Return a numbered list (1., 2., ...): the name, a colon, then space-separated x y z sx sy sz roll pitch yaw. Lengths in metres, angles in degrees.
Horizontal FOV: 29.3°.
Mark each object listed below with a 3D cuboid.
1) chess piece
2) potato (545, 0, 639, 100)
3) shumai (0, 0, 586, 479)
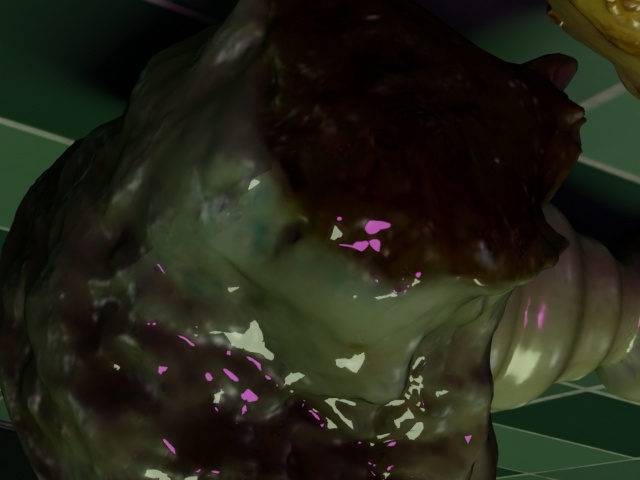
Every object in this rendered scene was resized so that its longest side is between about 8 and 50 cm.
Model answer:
1. chess piece: 0.239 0.061 0.980 0.330 0.182 0.182 7 160 -16
2. potato: 0.167 -0.144 0.467 0.173 0.140 0.300 3 156 -2
3. shumai: 0.000 0.000 0.721 0.324 0.397 0.323 11 132 -24
